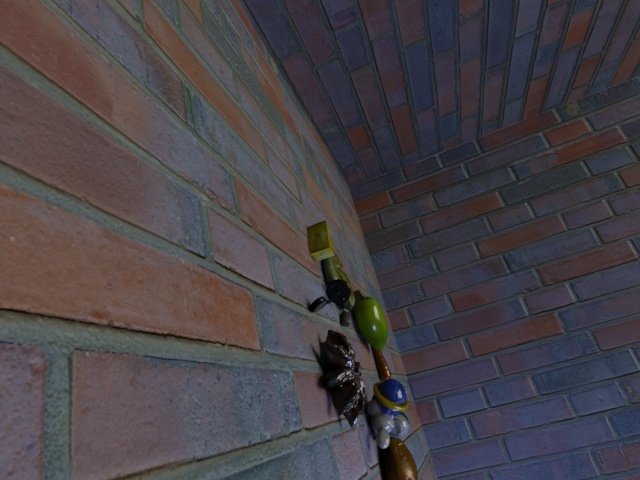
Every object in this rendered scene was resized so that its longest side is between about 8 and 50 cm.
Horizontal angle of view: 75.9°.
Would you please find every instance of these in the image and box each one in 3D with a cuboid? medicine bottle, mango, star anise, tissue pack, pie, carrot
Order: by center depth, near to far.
[{"bbox_3d":[0.085,0.466,1.426,0.332,0.117,0.332,-19,90,-83],"label":"star anise"},{"bbox_3d":[0.322,0.941,1.706,0.249,0.151,0.156,-101,-162,-59],"label":"mango"},{"bbox_3d":[0.000,0.000,1.835,0.062,0.095,0.176,57,18,-44],"label":"tissue pack"},{"bbox_3d":[0.357,0.865,1.915,0.352,0.110,0.110,58,16,-68],"label":"medicine bottle"},{"bbox_3d":[0.087,0.190,1.992,0.323,0.070,0.323,-23,90,-80],"label":"pie"},{"bbox_3d":[0.281,0.457,2.203,0.192,0.156,0.343,-83,153,-59],"label":"mango"},{"bbox_3d":[0.336,0.668,2.347,0.069,0.069,0.336,46,24,-62],"label":"carrot"}]

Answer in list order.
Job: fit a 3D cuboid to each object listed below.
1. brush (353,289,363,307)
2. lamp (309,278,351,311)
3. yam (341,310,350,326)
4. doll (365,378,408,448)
[{"bbox_3d":[0.237,0.377,2.363,0.197,0.059,0.123,56,17,-50],"label":"brush"},{"bbox_3d":[0.016,0.222,1.655,0.108,0.130,0.371,51,21,16],"label":"lamp"},{"bbox_3d":[0.116,0.361,1.898,0.094,0.043,0.043,-76,144,-67],"label":"yam"},{"bbox_3d":[0.262,0.717,1.726,0.159,0.243,0.311,36,14,1],"label":"doll"}]
